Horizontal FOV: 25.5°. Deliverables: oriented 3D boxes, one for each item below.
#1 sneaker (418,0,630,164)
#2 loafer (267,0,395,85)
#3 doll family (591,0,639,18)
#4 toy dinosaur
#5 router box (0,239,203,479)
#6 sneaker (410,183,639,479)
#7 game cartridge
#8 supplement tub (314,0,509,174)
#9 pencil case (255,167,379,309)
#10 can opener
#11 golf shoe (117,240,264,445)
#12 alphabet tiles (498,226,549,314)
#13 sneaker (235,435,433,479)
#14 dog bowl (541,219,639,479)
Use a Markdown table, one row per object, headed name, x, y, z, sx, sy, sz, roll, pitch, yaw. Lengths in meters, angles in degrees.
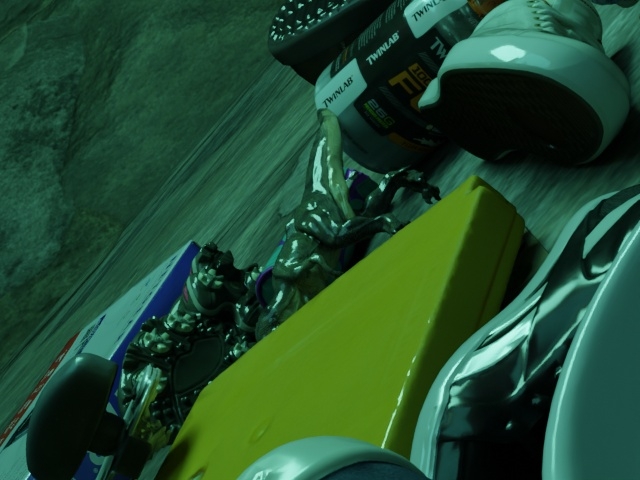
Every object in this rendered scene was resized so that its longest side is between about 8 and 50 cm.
| name | x | y | z | sx | sy | sz | roll | pitch | yaw |
| --- | --- | --- | --- | --- | --- | --- | --- | --- | --- |
| sneaker | 0.143 | -0.124 | 0.929 | 0.123 | 0.106 | 0.290 | -52 | 10 | -3 |
| loafer | 0.131 | -0.229 | 1.263 | 0.366 | 0.130 | 0.134 | -22 | 35 | 28 |
| doll family | 0.249 | -0.199 | 0.840 | 0.263 | 0.118 | 0.163 | -31 | 6 | 1 |
| toy dinosaur | 0.022 | -0.015 | 1.063 | 0.118 | 0.064 | 0.268 | -7 | 50 | 25 |
| router box | -0.243 | 0.189 | 1.413 | 0.301 | 0.082 | 0.335 | -36 | 17 | 47 |
| sneaker | 0.119 | 0.042 | 0.560 | 0.217 | 0.079 | 0.121 | -56 | 13 | -32 |
| game cartridge | -0.017 | 0.127 | 0.837 | 0.324 | 0.053 | 0.285 | -38 | 17 | 39 |
| supplement tub | 0.093 | -0.149 | 1.169 | 0.190 | 0.117 | 0.117 | -42 | 14 | 36 |
| pencil case | 0.000 | 0.000 | 1.165 | 0.151 | 0.064 | 0.070 | -63 | -7 | -47 |
| can opener | -0.179 | 0.203 | 0.980 | 0.074 | 0.093 | 0.280 | -91 | 22 | -75 |
| golf shoe | -0.105 | 0.111 | 1.179 | 0.120 | 0.105 | 0.273 | -61 | 0 | 26 |
| alphabet tiles | 0.049 | 0.083 | 0.866 | 0.237 | 0.009 | 0.198 | -48 | 12 | 8 |
| sneaker | -0.036 | 0.234 | 0.444 | 0.148 | 0.131 | 0.350 | 21 | 80 | 52 |
| dog bowl | 0.184 | 0.015 | 0.349 | 0.265 | 0.104 | 0.265 | -47 | 11 | 12 |
